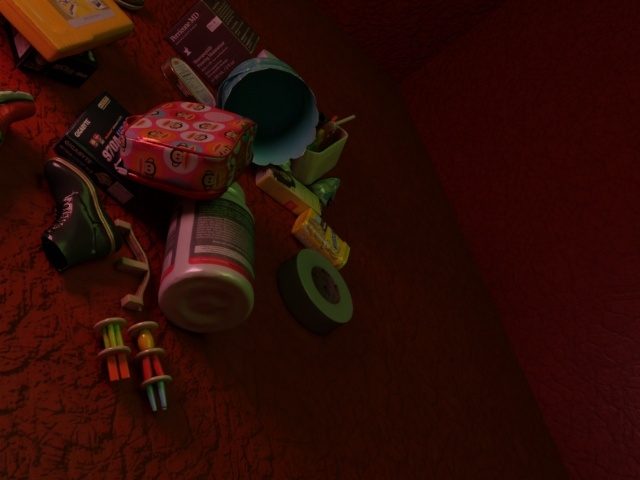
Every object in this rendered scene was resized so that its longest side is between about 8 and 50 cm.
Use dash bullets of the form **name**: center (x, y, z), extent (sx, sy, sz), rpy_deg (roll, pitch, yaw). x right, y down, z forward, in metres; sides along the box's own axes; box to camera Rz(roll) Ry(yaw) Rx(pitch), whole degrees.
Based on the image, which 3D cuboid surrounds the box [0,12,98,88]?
- **box**: center (-0.566, -0.427, 1.307), extent (0.147, 0.077, 0.180), rpy_deg (11, 49, -57)

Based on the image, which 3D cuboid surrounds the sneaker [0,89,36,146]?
- **sneaker**: center (-0.553, -0.162, 1.011), extent (0.118, 0.107, 0.279), rpy_deg (67, 23, -21)

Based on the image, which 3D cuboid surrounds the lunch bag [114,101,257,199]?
- **lunch bag**: center (-0.281, -0.200, 1.286), extent (0.258, 0.120, 0.293), rpy_deg (15, 28, 4)

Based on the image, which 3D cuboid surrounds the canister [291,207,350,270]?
- **canister**: center (0.000, 0.000, 1.803), extent (0.170, 0.073, 0.126), rpy_deg (47, 25, -15)

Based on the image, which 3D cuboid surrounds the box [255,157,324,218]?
- **box**: center (-0.089, -0.139, 1.834), extent (0.232, 0.058, 0.087), rpy_deg (36, 30, -37)

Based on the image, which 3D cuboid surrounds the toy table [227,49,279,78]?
- **toy table**: center (-0.160, -0.470, 1.956), extent (0.252, 0.161, 0.274), rpy_deg (52, 15, 19)

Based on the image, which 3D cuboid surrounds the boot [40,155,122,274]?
- **boot**: center (-0.441, -0.047, 1.071), extent (0.198, 0.077, 0.137), rpy_deg (54, 30, -1)

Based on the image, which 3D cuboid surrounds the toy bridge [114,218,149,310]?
- **toy bridge**: center (-0.349, 0.049, 1.166), extent (0.063, 0.026, 0.188), rpy_deg (25, 39, -50)

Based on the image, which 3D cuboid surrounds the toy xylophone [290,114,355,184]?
- **toy xylophone**: center (0.007, -0.302, 2.003), extent (0.081, 0.236, 0.323), rpy_deg (30, 24, 10)

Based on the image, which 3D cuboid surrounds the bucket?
- **bucket**: center (-0.150, -0.365, 1.739), extent (0.281, 0.281, 0.183), rpy_deg (40, 15, -29)

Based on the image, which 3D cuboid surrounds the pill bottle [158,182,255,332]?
- **pill bottle**: center (-0.220, 0.013, 1.263), extent (0.176, 0.176, 0.318), rpy_deg (38, 30, -33)

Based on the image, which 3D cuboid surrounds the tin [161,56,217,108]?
- **tin**: center (-0.359, -0.424, 1.732), extent (0.189, 0.040, 0.106), rpy_deg (50, 21, -11)

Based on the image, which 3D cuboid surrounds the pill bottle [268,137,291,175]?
- **pill bottle**: center (-0.128, -0.242, 1.878), extent (0.067, 0.067, 0.120), rpy_deg (16, 45, -54)

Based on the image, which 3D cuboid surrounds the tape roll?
- **tape roll**: center (-0.012, 0.131, 1.618), extent (0.219, 0.072, 0.219), rpy_deg (40, 29, -28)

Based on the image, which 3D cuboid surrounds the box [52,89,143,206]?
- **box**: center (-0.427, -0.194, 1.298), extent (0.175, 0.051, 0.220), rpy_deg (44, 27, -24)

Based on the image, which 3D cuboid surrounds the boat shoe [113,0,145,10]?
- **boat shoe**: center (-0.554, -0.699, 1.647), extent (0.257, 0.095, 0.095), rpy_deg (18, 44, -53)

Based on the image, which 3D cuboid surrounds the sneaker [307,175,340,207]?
- **sneaker**: center (0.014, -0.158, 2.034), extent (0.237, 0.085, 0.086), rpy_deg (-45, 125, -69)

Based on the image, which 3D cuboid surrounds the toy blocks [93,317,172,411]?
- **toy blocks**: center (-0.302, 0.205, 1.022), extent (0.123, 0.054, 0.148), rpy_deg (19, 44, -54)

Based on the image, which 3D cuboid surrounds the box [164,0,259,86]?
- **box**: center (-0.318, -0.604, 1.867), extent (0.203, 0.168, 0.167), rpy_deg (44, 28, -23)

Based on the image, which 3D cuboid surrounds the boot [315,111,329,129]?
- **boot**: center (-0.062, -0.347, 2.015), extent (0.083, 0.161, 0.246), rpy_deg (50, 25, -10)

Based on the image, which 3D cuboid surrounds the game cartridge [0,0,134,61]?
- **game cartridge**: center (-0.556, -0.512, 1.277), extent (0.285, 0.053, 0.323), rpy_deg (48, 23, -13)
